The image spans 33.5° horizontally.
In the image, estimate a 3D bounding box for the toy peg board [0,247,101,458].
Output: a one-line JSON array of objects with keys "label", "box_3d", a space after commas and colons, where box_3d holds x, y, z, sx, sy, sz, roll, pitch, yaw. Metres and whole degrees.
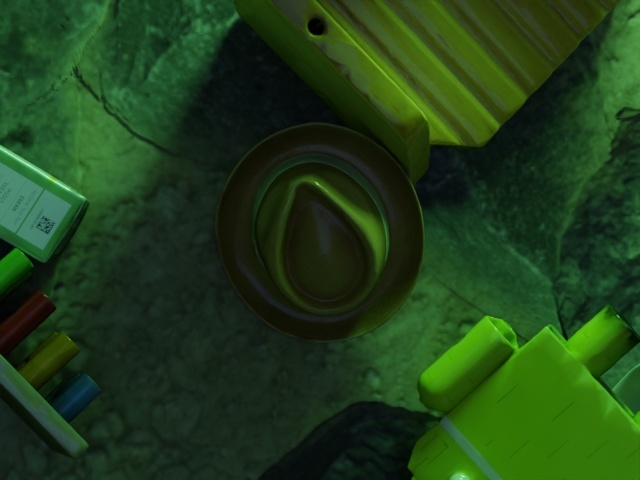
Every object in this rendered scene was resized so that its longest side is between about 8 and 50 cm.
[{"label": "toy peg board", "box_3d": [-0.228, 0.083, 0.833, 0.160, 0.161, 0.079, 47, 70, -8]}]

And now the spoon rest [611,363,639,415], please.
[{"label": "spoon rest", "box_3d": [0.254, 0.232, 0.973, 0.137, 0.084, 0.276, 26, 99, -9]}]

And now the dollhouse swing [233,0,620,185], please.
[{"label": "dollhouse swing", "box_3d": [0.130, -0.267, 0.822, 0.315, 0.305, 0.347, 45, 82, -8]}]

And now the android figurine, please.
[{"label": "android figurine", "box_3d": [0.189, 0.190, 0.913, 0.273, 0.056, 0.248, -42, 78, 10]}]

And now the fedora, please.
[{"label": "fedora", "box_3d": [0.000, 0.000, 0.895, 0.194, 0.079, 0.194, 0, 101, 0]}]

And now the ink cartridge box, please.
[{"label": "ink cartridge box", "box_3d": [-0.288, -0.060, 0.840, 0.209, 0.109, 0.062, 31, 84, -9]}]
